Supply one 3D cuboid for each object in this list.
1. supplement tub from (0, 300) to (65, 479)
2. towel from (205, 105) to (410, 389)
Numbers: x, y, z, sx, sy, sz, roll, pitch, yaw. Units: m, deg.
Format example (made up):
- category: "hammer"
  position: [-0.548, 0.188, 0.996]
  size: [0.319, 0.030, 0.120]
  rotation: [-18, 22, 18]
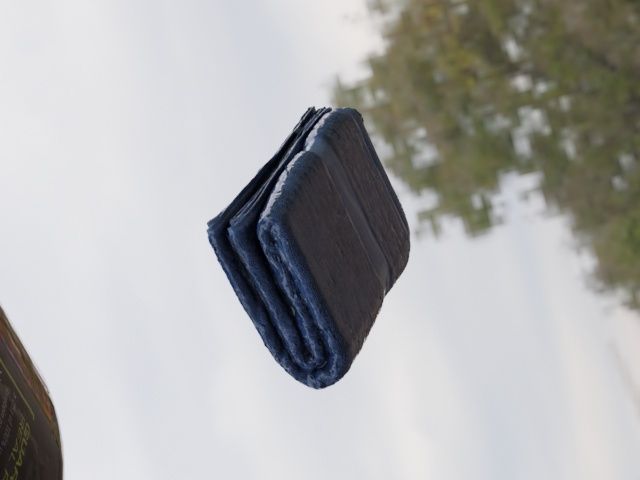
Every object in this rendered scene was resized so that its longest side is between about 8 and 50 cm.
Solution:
- category: "supplement tub"
  position: [-0.217, 0.046, 0.685]
  size: [0.338, 0.207, 0.207]
  rotation: [70, -168, -47]
- category: "towel"
  position: [0.000, 0.000, 0.658]
  size: [0.067, 0.029, 0.119]
  rotation: [64, -160, -14]
